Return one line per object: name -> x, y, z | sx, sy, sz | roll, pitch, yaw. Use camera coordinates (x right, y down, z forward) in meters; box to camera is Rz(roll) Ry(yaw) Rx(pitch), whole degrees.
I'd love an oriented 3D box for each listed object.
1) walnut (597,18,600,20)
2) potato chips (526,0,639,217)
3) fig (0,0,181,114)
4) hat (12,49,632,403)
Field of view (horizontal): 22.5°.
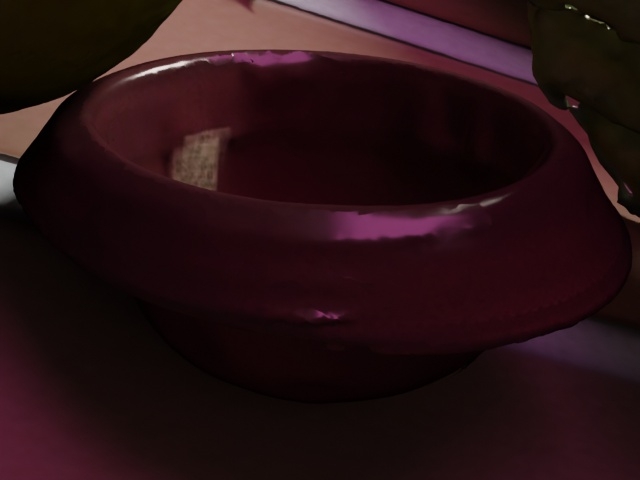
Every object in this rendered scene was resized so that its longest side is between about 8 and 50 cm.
walnut -> 0.253, -0.272, 0.895 | 0.354, 0.308, 0.398 | 16, 33, -12
potato chips -> 0.266, -0.053, 0.588 | 0.389, 0.373, 0.097 | 28, 75, -10
fig -> -0.140, -0.124, 0.493 | 0.207, 0.207, 0.230 | 38, 67, 17
hat -> 0.000, 0.000, 0.533 | 0.205, 0.089, 0.205 | 3, 23, -1
